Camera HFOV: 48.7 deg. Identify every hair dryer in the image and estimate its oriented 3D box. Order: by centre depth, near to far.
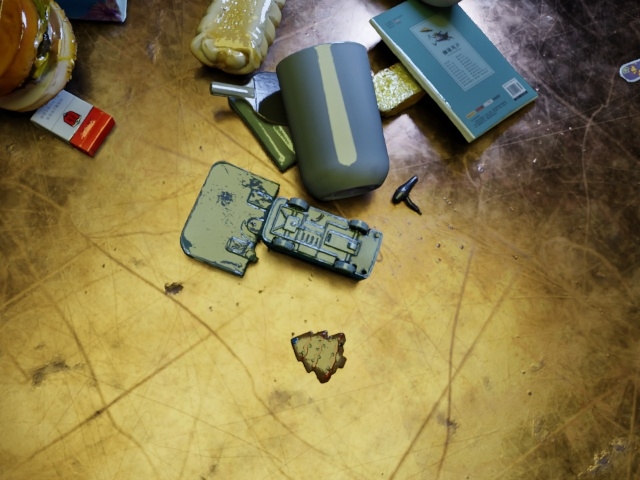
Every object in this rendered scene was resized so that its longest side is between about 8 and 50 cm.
[{"bbox_3d":[0.214,-0.098,1.634,0.079,0.031,0.083,-43,97,-21],"label":"hair dryer"}]

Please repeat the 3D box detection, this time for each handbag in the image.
[{"bbox_3d":[-0.195,-0.048,1.563,0.179,0.062,0.229,22,76,0],"label":"handbag"}]

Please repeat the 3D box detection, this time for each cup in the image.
[{"bbox_3d":[0.031,-0.254,1.547,0.206,0.205,0.311,-11,85,-7],"label":"cup"}]

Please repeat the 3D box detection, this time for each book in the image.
[{"bbox_3d":[0.319,-0.431,1.677,0.264,0.031,0.379,-33,80,-30],"label":"book"}]

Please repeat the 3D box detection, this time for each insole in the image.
[{"bbox_3d":[0.837,-0.447,1.777,0.197,0.004,0.065,-21,80,-10],"label":"insole"}]

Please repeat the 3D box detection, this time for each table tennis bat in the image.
[{"bbox_3d":[-0.131,-0.330,1.616,0.247,0.022,0.138,3,66,-24],"label":"table tennis bat"}]

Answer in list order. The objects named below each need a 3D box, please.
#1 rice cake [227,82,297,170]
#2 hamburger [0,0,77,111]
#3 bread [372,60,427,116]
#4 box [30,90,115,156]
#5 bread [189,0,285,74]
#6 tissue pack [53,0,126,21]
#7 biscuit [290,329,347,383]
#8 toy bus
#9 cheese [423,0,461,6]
[{"bbox_3d":[-0.123,-0.269,1.633,0.080,0.042,0.221,-36,81,-10],"label":"rice cake"},{"bbox_3d":[-0.666,-0.418,1.504,0.291,0.225,0.290,-1,88,21],"label":"hamburger"},{"bbox_3d":[0.176,-0.358,1.669,0.187,0.065,0.103,-33,81,-15],"label":"bread"},{"bbox_3d":[-0.557,-0.269,1.595,0.152,0.048,0.100,30,78,0],"label":"box"},{"bbox_3d":[-0.174,-0.533,1.649,0.173,0.121,0.311,19,76,2],"label":"bread"},{"bbox_3d":[-0.586,-0.625,1.624,0.264,0.146,0.198,2,76,-4],"label":"tissue pack"},{"bbox_3d":[-0.006,0.242,1.532,0.130,0.019,0.119,21,76,1],"label":"biscuit"},{"bbox_3d":[0.000,0.000,1.531,0.247,0.134,0.113,19,78,-1],"label":"toy bus"},{"bbox_3d":[0.191,-0.699,1.692,0.329,0.129,0.350,-3,63,-2],"label":"cheese"}]
